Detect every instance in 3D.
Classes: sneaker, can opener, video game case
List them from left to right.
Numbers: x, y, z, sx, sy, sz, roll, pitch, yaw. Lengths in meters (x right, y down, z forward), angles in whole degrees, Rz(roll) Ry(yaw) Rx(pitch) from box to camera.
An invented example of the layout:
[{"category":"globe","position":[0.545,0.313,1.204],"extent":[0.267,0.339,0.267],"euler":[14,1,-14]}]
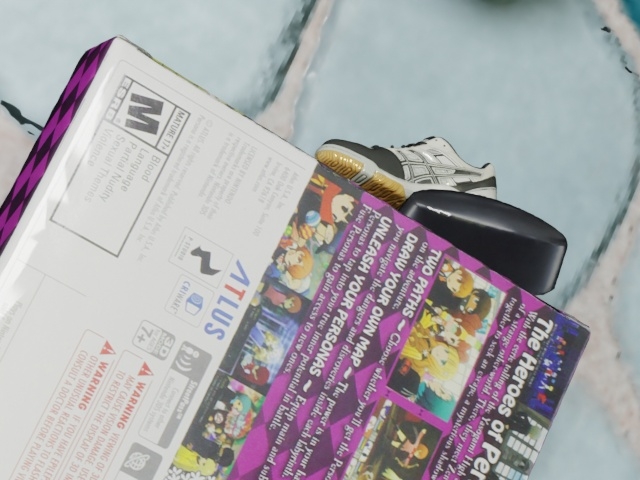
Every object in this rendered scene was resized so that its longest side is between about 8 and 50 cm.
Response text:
[{"category":"video game case","position":[-0.038,0.083,0.606],"extent":[0.210,0.042,0.232],"euler":[30,76,-21]},{"category":"can opener","position":[0.000,0.000,0.699],"extent":[0.186,0.059,0.073],"euler":[13,108,-11]},{"category":"sneaker","position":[0.035,-0.028,0.728],"extent":[0.083,0.032,0.037],"euler":[22,65,-24]}]
